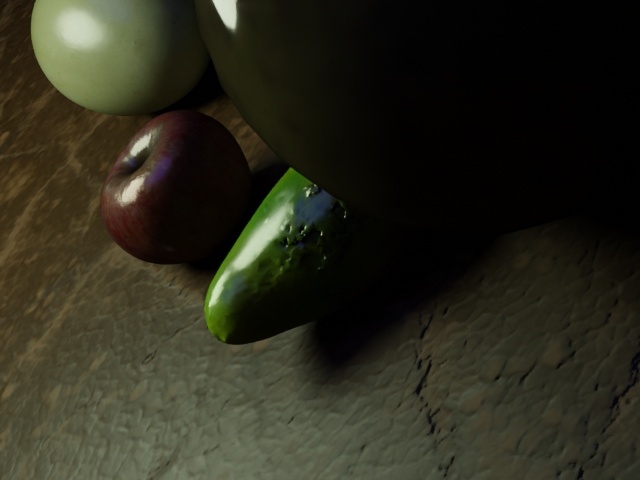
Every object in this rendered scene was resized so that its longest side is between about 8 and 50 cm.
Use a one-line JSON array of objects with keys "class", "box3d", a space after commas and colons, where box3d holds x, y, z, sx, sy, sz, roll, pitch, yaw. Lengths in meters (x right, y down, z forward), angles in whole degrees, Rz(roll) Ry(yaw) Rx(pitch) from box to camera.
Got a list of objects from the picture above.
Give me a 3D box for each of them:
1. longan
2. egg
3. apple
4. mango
[{"class": "longan", "box3d": [0.115, -0.193, 1.057, 0.404, 0.404, 0.336, -36, 11, 17]}, {"class": "egg", "box3d": [-0.221, -0.233, 1.685, 0.253, 0.188, 0.188, 25, 73, 47]}, {"class": "apple", "box3d": [-0.137, -0.047, 1.432, 0.153, 0.120, 0.153, -37, 31, 27]}, {"class": "mango", "box3d": [0.000, 0.000, 1.219, 0.233, 0.111, 0.125, -47, 24, -6]}]
